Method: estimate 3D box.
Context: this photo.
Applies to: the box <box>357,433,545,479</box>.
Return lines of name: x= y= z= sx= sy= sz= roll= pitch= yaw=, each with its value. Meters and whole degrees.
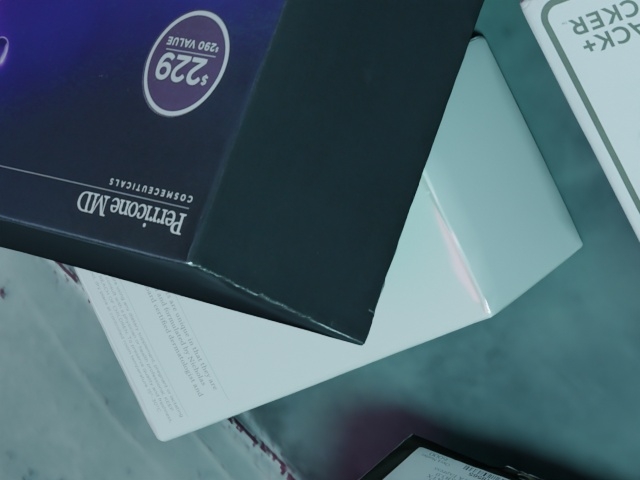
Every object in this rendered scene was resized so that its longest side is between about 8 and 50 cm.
box: x=0.122 y=0.272 z=0.826 sx=0.257 sy=0.079 sz=0.322 roll=17 pitch=119 yaw=23

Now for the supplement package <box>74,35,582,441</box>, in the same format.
supplement package: x=0.000 y=0.000 z=0.808 sx=0.179 sy=0.105 sz=0.105 roll=-24 pitch=93 yaw=33

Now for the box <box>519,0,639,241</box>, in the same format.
box: x=0.211 y=-0.003 z=0.654 sx=0.169 sy=0.087 sz=0.290 roll=-18 pitch=112 yaw=32

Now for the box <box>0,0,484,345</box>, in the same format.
box: x=-0.073 y=-0.080 z=0.741 sx=0.261 sy=0.103 sz=0.184 roll=12 pitch=82 yaw=44
